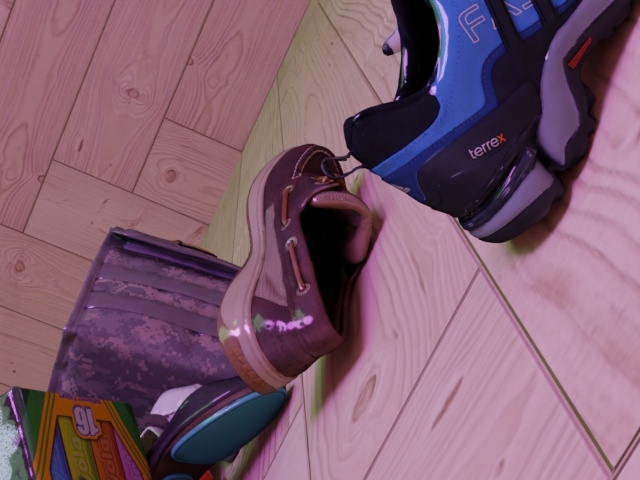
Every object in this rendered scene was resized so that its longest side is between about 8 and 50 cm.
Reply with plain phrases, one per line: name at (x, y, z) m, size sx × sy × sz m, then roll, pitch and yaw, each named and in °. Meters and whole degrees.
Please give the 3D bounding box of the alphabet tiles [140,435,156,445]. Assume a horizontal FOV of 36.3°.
alphabet tiles at (-0.262, 0.218, 1.372) m, size 0.342 × 0.011 × 0.285 m, roll 69°, pitch -161°, yaw -48°

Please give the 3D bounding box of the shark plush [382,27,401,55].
shark plush at (0.112, -0.209, 0.928) m, size 0.067 × 0.073 × 0.161 m, roll 46°, pitch -121°, yaw -69°

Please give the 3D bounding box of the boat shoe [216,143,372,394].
boat shoe at (0.000, 0.000, 0.936) m, size 0.123 × 0.123 × 0.342 m, roll -27°, pitch 24°, yaw 25°

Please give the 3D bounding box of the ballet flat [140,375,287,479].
ballet flat at (-0.151, 0.216, 1.028) m, size 0.280 × 0.095 × 0.096 m, roll -48°, pitch 52°, yaw 14°

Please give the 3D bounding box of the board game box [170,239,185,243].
board game box at (-0.168, 0.074, 1.425) m, size 0.060 × 0.194 × 0.194 m, roll -60°, pitch -8°, yaw 7°

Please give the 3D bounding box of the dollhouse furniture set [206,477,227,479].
dollhouse furniture set at (-0.104, 0.256, 0.877) m, size 0.076 × 0.058 × 0.151 m, roll -44°, pitch -5°, yaw -1°

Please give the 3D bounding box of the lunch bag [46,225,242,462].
lunch bag at (-0.175, 0.095, 1.195) m, size 0.287 × 0.235 × 0.169 m, roll -84°, pitch 14°, yaw -56°

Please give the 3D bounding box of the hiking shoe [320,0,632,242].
hiking shoe at (0.113, -0.155, 0.578) m, size 0.113 × 0.132 × 0.304 m, roll 147°, pitch 145°, yaw -72°

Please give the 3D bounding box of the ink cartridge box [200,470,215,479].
ink cartridge box at (-0.258, 0.414, 1.112) m, size 0.385 × 0.091 × 0.308 m, roll -60°, pitch 19°, yaw -4°

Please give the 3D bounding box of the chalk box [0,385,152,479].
chalk box at (-0.257, 0.309, 0.910) m, size 0.180 × 0.179 × 0.289 m, roll -29°, pitch 65°, yaw 18°
